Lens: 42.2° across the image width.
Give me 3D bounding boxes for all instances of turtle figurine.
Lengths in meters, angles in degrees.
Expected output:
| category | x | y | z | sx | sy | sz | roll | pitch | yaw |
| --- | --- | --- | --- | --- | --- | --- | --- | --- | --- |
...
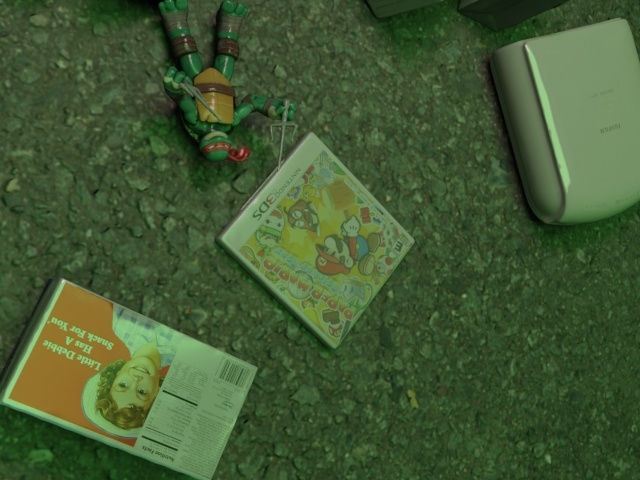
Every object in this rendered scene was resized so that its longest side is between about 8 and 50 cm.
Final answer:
| category | x | y | z | sx | sy | sz | roll | pitch | yaw |
| --- | --- | --- | --- | --- | --- | --- | --- | --- | --- |
| turtle figurine | -0.133 | -0.187 | 1.041 | 0.175 | 0.118 | 0.234 | 2 | 69 | -42 |

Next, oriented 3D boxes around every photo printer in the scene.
| category | x | y | z | sx | sy | sz | roll | pitch | yaw |
| --- | --- | --- | --- | --- | --- | --- | --- | --- | --- |
| photo printer | 0.421 | -0.184 | 1.334 | 0.256 | 0.107 | 0.307 | -18 | 94 | -27 |

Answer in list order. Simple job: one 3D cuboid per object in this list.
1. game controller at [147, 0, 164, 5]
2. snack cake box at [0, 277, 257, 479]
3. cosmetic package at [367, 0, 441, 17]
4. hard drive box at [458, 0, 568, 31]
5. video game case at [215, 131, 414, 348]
| category | x | y | z | sx | sy | sz | roll | pitch | yaw |
| --- | --- | --- | --- | --- | --- | --- | --- | --- | --- |
| game controller | -0.133 | -0.431 | 0.990 | 0.067 | 0.166 | 0.319 | 37 | 94 | 4 |
| snack cake box | -0.226 | 0.166 | 0.981 | 0.264 | 0.089 | 0.152 | 29 | 75 | -23 |
| cosmetic package | 0.095 | -0.531 | 1.133 | 0.217 | 0.156 | 0.385 | -42 | 113 | -24 |
| hard drive box | 0.318 | -0.461 | 1.260 | 0.089 | 0.181 | 0.232 | 19 | 78 | -25 |
| video game case | 0.000 | 0.000 | 1.146 | 0.227 | 0.026 | 0.206 | 45 | 68 | -18 |
